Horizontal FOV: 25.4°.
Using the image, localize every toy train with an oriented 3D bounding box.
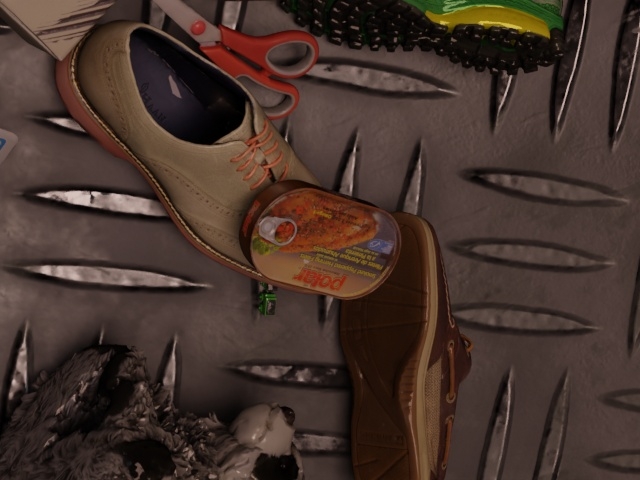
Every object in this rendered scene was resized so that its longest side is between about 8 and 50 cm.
[{"bbox_3d":[-0.055,0.043,1.571,0.017,0.024,0.083,2,100,-22],"label":"toy train"}]

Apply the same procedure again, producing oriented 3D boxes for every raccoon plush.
[{"bbox_3d":[-0.222,0.300,1.514,0.446,0.216,0.299,-32,128,18],"label":"raccoon plush"}]

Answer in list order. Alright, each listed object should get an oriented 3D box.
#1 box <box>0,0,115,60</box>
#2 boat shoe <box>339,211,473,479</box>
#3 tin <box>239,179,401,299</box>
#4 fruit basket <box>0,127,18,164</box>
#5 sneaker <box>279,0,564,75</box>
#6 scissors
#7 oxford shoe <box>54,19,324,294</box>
[{"bbox_3d":[-0.210,-0.312,1.393,0.275,0.113,0.094,-49,122,-5],"label":"box"},{"bbox_3d":[0.107,0.134,1.618,0.123,0.123,0.342,-9,99,-50],"label":"boat shoe"},{"bbox_3d":[0.000,0.000,1.465,0.190,0.040,0.106,17,100,-38],"label":"tin"},{"bbox_3d":[-0.486,-0.044,1.255,0.327,0.165,0.353,25,129,-24],"label":"fruit basket"},{"bbox_3d":[0.100,-0.282,1.533,0.343,0.134,0.146,10,71,-19],"label":"sneaker"},{"bbox_3d":[-0.119,-0.200,1.440,0.297,0.021,0.109,17,118,-43],"label":"scissors"},{"bbox_3d":[-0.093,-0.074,1.456,0.397,0.146,0.140,38,69,-24],"label":"oxford shoe"}]
